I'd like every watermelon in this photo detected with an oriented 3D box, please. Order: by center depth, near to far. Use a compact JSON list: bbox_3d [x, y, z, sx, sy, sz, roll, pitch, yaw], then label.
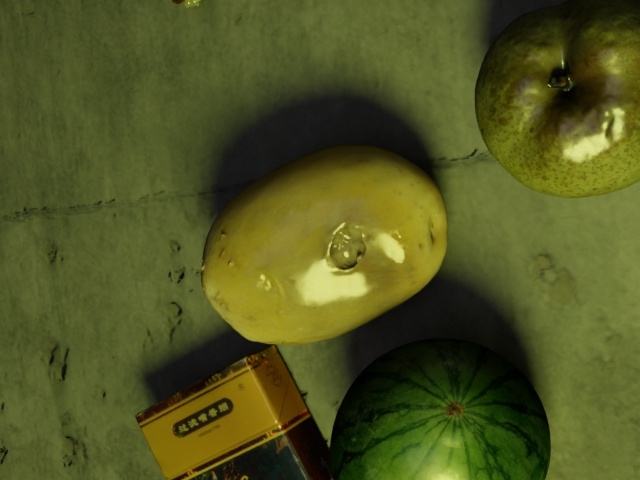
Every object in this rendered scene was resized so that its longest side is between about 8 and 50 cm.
[{"bbox_3d":[0.099,0.183,1.003,0.188,0.188,0.214,40,155,15],"label":"watermelon"}]

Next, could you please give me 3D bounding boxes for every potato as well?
[{"bbox_3d":[0.000,0.000,1.042,0.234,0.146,0.150,-24,132,15],"label":"potato"}]

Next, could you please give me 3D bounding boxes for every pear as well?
[{"bbox_3d":[0.202,-0.113,0.925,0.167,0.137,0.167,2,94,25],"label":"pear"}]

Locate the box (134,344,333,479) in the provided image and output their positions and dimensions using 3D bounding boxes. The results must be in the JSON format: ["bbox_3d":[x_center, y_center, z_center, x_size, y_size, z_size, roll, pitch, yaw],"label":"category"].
[{"bbox_3d":[-0.061,0.240,1.150,0.152,0.070,0.237,-29,87,27],"label":"box"}]

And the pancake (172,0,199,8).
[{"bbox_3d":[-0.134,-0.350,1.098,0.212,0.056,0.257,12,111,31],"label":"pancake"}]
